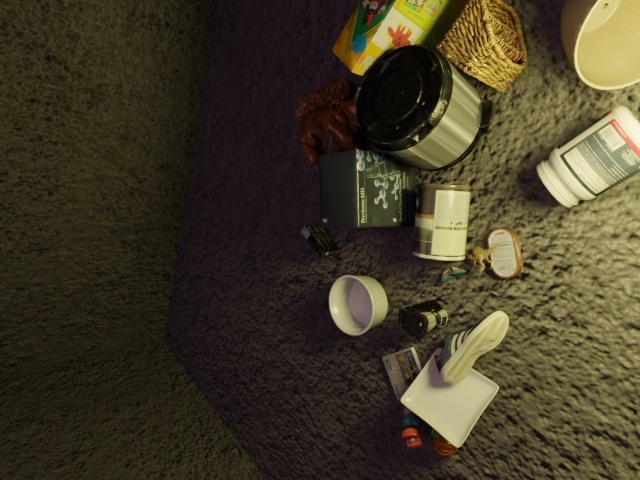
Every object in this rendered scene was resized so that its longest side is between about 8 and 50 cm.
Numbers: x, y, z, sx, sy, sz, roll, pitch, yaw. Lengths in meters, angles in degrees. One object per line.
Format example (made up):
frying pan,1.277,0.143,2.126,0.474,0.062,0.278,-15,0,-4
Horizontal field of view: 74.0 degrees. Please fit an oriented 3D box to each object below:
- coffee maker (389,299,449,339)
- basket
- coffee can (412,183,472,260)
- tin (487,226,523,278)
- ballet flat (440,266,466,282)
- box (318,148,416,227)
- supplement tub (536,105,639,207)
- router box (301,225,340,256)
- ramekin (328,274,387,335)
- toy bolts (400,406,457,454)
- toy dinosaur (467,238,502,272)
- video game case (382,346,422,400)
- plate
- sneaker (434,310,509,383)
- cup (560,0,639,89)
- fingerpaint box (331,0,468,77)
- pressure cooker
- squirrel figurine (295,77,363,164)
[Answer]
coffee maker,0.407,0.301,1.722,0.171,0.178,0.120,48,122,30
basket,0.579,-0.648,1.398,0.214,0.299,0.223,56,127,29
coffee can,0.462,-0.075,1.625,0.201,0.201,0.276,10,99,45
tin,0.669,0.045,1.541,0.106,0.040,0.190,-12,84,41
ballet flat,0.525,0.129,1.692,0.114,0.041,0.041,-35,68,40
box,0.200,-0.200,1.747,0.211,0.395,0.294,1,94,46
supplement tub,0.817,-0.241,1.259,0.272,0.191,0.191,-41,64,39
router box,0.000,0.000,2.151,0.179,0.133,0.046,55,127,28
ramekin,0.180,0.294,1.985,0.277,0.135,0.278,3,94,45
toy bolts,0.449,0.759,1.750,0.228,0.159,0.218,-14,123,16
toy dinosaur,0.596,0.064,1.560,0.183,0.053,0.093,135,127,-60
video game case,0.378,0.593,1.883,0.183,0.023,0.202,-34,68,42
plate,0.501,0.605,1.657,0.277,0.045,0.278,30,75,41
sneaker,0.558,0.377,1.621,0.350,0.131,0.148,-53,25,18
cup,0.816,-0.630,1.183,0.331,0.330,0.237,-52,31,34
fingerpaint box,0.320,-0.764,1.554,0.371,0.444,0.163,-53,56,34
pressure cooker,0.376,-0.447,1.535,0.376,0.420,0.370,-50,52,23
squirrel figurine,0.086,-0.584,1.939,0.370,0.280,0.397,-36,70,34
